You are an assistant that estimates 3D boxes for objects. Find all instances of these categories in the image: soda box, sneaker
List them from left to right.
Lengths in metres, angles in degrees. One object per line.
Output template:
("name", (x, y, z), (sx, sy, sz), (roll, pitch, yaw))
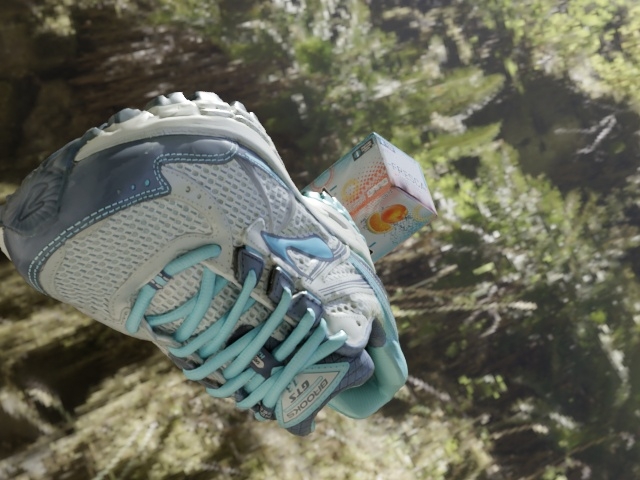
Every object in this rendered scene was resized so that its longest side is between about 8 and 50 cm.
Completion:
("sneaker", (-0.029, 0.025, 0.509), (0.110, 0.283, 0.122), (-38, -115, 16))
("soda box", (0.000, 0.000, 0.847), (0.183, 0.058, 0.063), (-37, -135, 25))
